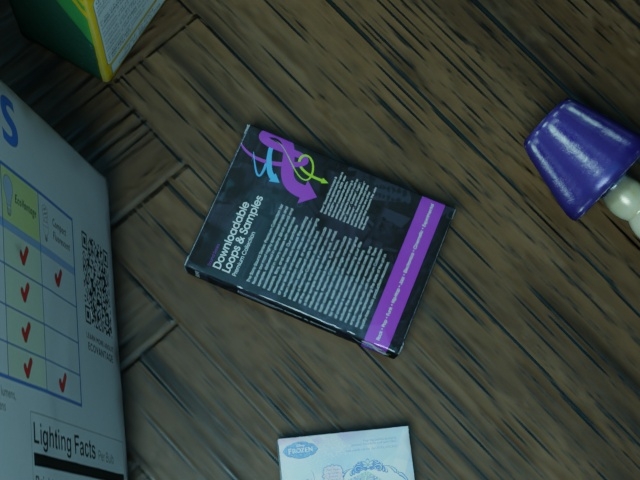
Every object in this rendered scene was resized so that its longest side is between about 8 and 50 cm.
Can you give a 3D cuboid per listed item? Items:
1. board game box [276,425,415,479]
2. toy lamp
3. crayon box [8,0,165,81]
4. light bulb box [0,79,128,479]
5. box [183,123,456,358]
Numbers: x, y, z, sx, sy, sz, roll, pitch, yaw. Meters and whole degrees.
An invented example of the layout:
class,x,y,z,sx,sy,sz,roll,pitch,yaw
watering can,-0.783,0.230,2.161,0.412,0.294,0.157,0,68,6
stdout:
class,x,y,z,sx,sy,sz,roll,pitch,yaw
board game box,0.020,0.174,0.831,0.090,0.020,0.090,-5,75,-5
toy lamp,0.257,0.009,0.869,0.274,0.080,0.080,45,76,5
crayon box,-0.128,-0.259,0.783,0.083,0.323,0.203,30,74,4
light bulb box,-0.254,0.101,0.640,0.225,0.358,0.360,-9,74,6
box,0.000,0.000,0.874,0.162,0.029,0.116,23,73,1
